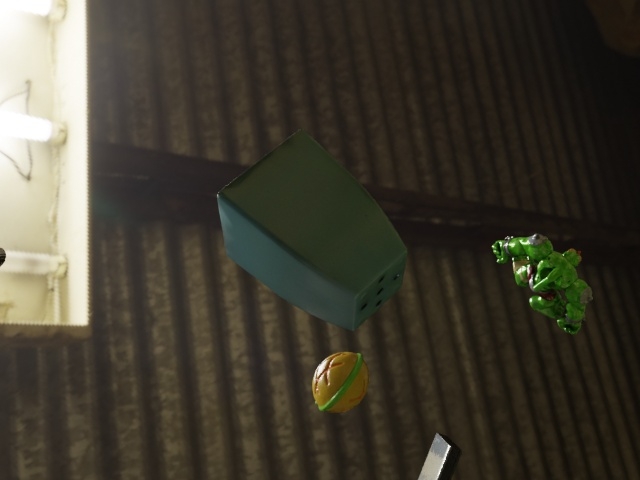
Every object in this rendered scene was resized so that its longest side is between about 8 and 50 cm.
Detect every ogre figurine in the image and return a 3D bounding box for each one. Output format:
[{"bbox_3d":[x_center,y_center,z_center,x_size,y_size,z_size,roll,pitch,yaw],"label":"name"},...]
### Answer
[{"bbox_3d":[0.384,0.064,1.457,0.096,0.118,0.197,-16,-106,-21],"label":"ogre figurine"}]

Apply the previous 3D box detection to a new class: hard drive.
[{"bbox_3d":[0.157,0.345,1.222,0.022,0.094,0.135,23,-92,-3],"label":"hard drive"}]

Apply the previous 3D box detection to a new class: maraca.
[{"bbox_3d":[0.034,0.265,1.625,0.099,0.185,0.127,40,-103,-2],"label":"maraca"}]

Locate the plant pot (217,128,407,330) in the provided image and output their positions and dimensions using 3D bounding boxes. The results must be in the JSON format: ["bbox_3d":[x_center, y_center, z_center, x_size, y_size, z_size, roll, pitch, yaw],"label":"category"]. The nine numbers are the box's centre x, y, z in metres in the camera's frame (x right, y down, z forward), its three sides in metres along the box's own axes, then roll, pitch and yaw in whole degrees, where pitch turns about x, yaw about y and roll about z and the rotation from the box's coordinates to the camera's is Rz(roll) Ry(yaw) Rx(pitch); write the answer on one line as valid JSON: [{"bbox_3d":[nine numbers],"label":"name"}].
[{"bbox_3d":[0.000,0.000,1.219,0.234,0.166,0.165,39,-115,23],"label":"plant pot"}]

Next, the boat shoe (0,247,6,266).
[{"bbox_3d":[-0.514,0.067,1.275,0.040,0.142,0.049,51,180,11],"label":"boat shoe"}]
